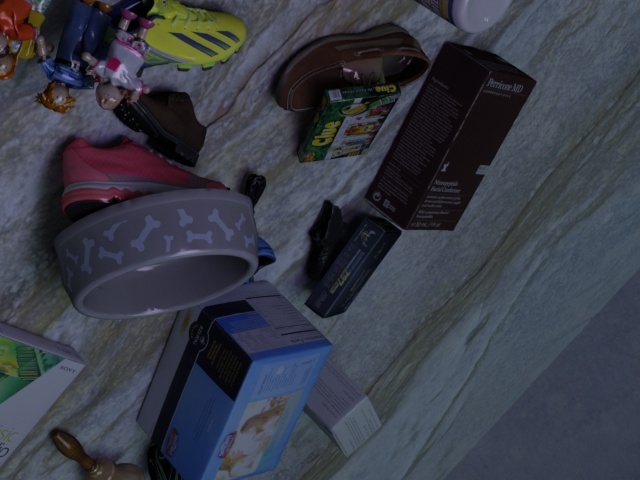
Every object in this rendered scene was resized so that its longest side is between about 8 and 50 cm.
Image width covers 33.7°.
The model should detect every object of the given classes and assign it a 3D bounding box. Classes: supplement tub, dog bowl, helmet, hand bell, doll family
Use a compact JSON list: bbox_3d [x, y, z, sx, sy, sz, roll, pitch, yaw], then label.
[{"bbox_3d":[0.228,-0.465,1.847,0.144,0.199,0.144,-30,142,-26],"label":"supplement tub"},{"bbox_3d":[-0.260,0.033,1.732,0.348,0.102,0.349,-14,163,-4],"label":"dog bowl"},{"bbox_3d":[-0.284,0.500,2.275,0.169,0.161,0.169,-17,165,-5],"label":"helmet"},{"bbox_3d":[-0.461,0.442,2.102,0.126,0.126,0.242,-41,134,-11],"label":"hand bell"},{"bbox_3d":[-0.359,-0.263,1.430,0.263,0.118,0.163,23,88,-33],"label":"doll family"}]

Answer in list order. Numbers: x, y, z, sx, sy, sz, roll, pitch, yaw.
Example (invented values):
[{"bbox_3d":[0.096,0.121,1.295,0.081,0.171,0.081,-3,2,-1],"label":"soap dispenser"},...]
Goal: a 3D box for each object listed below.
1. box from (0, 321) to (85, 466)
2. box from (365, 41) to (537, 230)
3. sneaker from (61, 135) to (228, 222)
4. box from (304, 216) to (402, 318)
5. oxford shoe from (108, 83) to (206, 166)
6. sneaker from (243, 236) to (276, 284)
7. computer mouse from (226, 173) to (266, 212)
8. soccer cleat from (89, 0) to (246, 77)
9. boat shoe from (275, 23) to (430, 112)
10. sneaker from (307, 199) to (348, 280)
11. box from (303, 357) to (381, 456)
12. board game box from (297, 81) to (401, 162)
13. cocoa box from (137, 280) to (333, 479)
[{"bbox_3d":[-0.586,0.293,1.820,0.322,0.058,0.232,-51,147,3],"label":"box"},{"bbox_3d":[0.273,-0.209,2.224,0.191,0.143,0.381,-1,123,-49],"label":"box"},{"bbox_3d":[-0.274,-0.104,1.697,0.314,0.136,0.116,2,158,-45],"label":"sneaker"},{"bbox_3d":[0.074,0.058,2.288,0.233,0.059,0.183,-55,166,9],"label":"box"},{"bbox_3d":[-0.258,-0.208,1.681,0.096,0.083,0.227,-65,149,-10],"label":"oxford shoe"},{"bbox_3d":[-0.181,0.060,2.028,0.209,0.082,0.069,-30,145,-24],"label":"sneaker"},{"bbox_3d":[-0.220,-0.030,1.918,0.262,0.060,0.184,-24,143,-43],"label":"computer mouse"},{"bbox_3d":[-0.222,-0.318,1.580,0.289,0.093,0.121,-18,130,-39],"label":"soccer cleat"},{"bbox_3d":[0.067,-0.302,1.904,0.324,0.116,0.123,-27,142,-29],"label":"boat shoe"},{"bbox_3d":[0.002,0.001,2.209,0.089,0.051,0.170,19,105,-55],"label":"sneaker"},{"bbox_3d":[0.031,0.389,2.518,0.119,0.181,0.182,-40,147,-11],"label":"box"},{"bbox_3d":[0.047,-0.211,1.918,0.136,0.030,0.260,-7,162,-14],"label":"board game box"},{"bbox_3d":[-0.176,0.291,2.134,0.231,0.228,0.347,-6,128,-46],"label":"cocoa box"}]
